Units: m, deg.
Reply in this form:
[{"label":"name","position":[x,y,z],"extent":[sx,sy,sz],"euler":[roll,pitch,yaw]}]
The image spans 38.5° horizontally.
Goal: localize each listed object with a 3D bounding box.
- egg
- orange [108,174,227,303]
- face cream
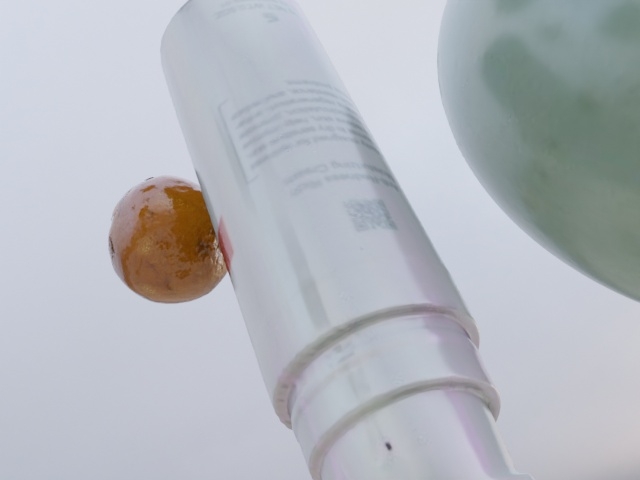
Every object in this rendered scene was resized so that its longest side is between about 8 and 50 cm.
[{"label":"egg","position":[0.231,-0.094,0.532],"extent":[0.276,0.389,0.276],"euler":[-17,-58,-30]},{"label":"orange","position":[-0.093,0.000,0.578],"extent":[0.083,0.083,0.083],"euler":[-13,-25,-6]},{"label":"face cream","position":[0.000,0.000,0.463],"extent":[0.102,0.345,0.102],"euler":[-13,-40,-11]}]
